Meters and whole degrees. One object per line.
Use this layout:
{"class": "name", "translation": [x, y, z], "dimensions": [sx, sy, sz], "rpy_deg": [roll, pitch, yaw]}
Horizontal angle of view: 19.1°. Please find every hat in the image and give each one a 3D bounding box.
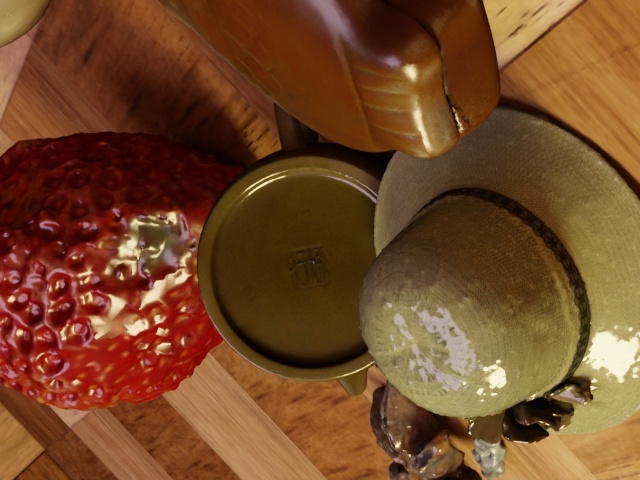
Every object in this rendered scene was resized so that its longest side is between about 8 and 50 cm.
{"class": "hat", "translation": [0.102, 0.045, 1.310], "dimensions": [0.257, 0.130, 0.257], "rpy_deg": [22, 125, 35]}

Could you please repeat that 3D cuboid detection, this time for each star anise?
{"class": "star anise", "translation": [0.097, 0.211, 1.860], "dimensions": [0.172, 0.063, 0.208], "rpy_deg": [56, 169, 7]}

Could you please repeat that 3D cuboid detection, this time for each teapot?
{"class": "teapot", "translation": [0.000, 0.000, 1.535], "dimensions": [0.175, 0.185, 0.267], "rpy_deg": [-42, -58, -82]}

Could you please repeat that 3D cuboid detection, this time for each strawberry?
{"class": "strawberry", "translation": [-0.192, 0.033, 1.785], "dimensions": [0.310, 0.292, 0.292], "rpy_deg": [27, 152, 47]}

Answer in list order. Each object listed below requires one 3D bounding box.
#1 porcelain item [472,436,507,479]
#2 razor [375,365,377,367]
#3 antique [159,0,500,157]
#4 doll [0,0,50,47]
{"class": "porcelain item", "translation": [0.159, 0.196, 1.777], "dimensions": [0.036, 0.028, 0.083], "rpy_deg": [56, 168, 28]}
{"class": "razor", "translation": [0.005, 0.082, 1.854], "dimensions": [0.068, 0.037, 0.191], "rpy_deg": [7, -171, -43]}
{"class": "antique", "translation": [0.002, -0.165, 1.246], "dimensions": [0.278, 0.129, 0.223], "rpy_deg": [30, 154, 39]}
{"class": "doll", "translation": [-0.190, -0.269, 1.179], "dimensions": [0.215, 0.370, 0.226], "rpy_deg": [24, 172, 42]}
